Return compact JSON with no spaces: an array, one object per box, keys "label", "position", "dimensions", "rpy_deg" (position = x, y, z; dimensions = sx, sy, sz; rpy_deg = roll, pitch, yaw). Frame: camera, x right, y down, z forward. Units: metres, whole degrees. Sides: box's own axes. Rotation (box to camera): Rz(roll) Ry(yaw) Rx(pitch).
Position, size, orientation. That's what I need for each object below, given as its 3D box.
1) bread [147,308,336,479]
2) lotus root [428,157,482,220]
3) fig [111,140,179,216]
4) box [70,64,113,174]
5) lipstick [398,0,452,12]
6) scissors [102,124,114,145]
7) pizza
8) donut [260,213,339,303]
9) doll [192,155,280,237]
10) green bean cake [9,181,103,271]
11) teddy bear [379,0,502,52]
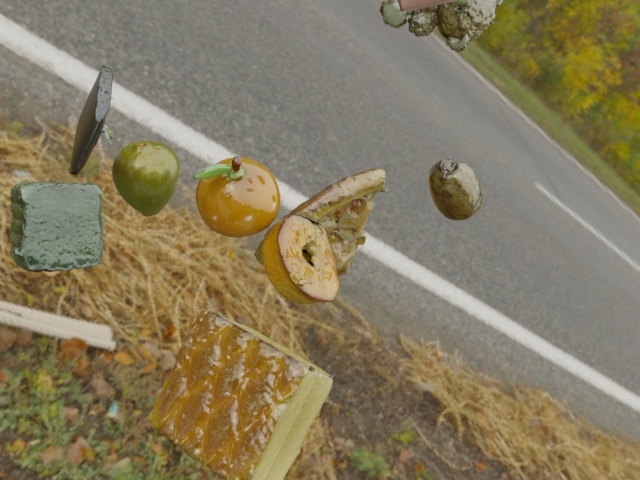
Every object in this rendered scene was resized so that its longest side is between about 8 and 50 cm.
[{"label":"bread","position":[-0.162,0.327,1.424],"dimensions":[0.279,0.279,0.207],"rpy_deg":[22,-7,26]},{"label":"lotus root","position":[0.379,-0.134,1.935],"dimensions":[0.145,0.128,0.260],"rpy_deg":[33,-15,32]},{"label":"fig","position":[-0.542,-0.199,2.131],"dimensions":[0.207,0.230,0.207],"rpy_deg":[10,51,-13]},{"label":"box","position":[-0.514,-0.270,1.546],"dimensions":[0.042,0.201,0.213],"rpy_deg":[17,38,-27]},{"label":"lipstick","position":[0.276,-0.426,1.047],"dimensions":[0.087,0.326,0.087],"rpy_deg":[-9,90,-77]},{"label":"scissors","position":[-0.651,-0.339,2.060],"dimensions":[0.134,0.020,0.187],"rpy_deg":[61,-3,-34]},{"label":"pizza","position":[-0.010,-0.018,2.067],"dimensions":[0.391,0.435,0.080],"rpy_deg":[-12,46,-26]},{"label":"donut","position":[-0.043,0.051,1.766],"dimensions":[0.253,0.118,0.254],"rpy_deg":[30,48,-40]},{"label":"doll","position":[-0.204,-0.123,1.699],"dimensions":[0.213,0.236,0.214],"rpy_deg":[1,56,-1]},{"label":"green bean cake","position":[-0.657,-0.032,1.712],"dimensions":[0.222,0.124,0.227],"rpy_deg":[-3,94,-40]},{"label":"teddy bear","position":[0.312,-0.592,1.709],"dimensions":[0.256,0.267,0.156],"rpy_deg":[36,4,18]}]
